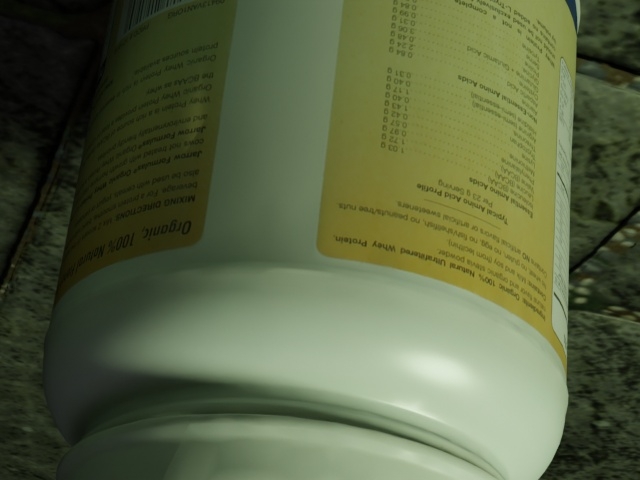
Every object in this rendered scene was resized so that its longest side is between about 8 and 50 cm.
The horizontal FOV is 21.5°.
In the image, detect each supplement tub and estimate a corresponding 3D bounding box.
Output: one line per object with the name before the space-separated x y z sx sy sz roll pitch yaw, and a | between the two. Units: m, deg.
supplement tub | 0.000 0.000 0.764 0.228 0.316 0.228 5 152 3
